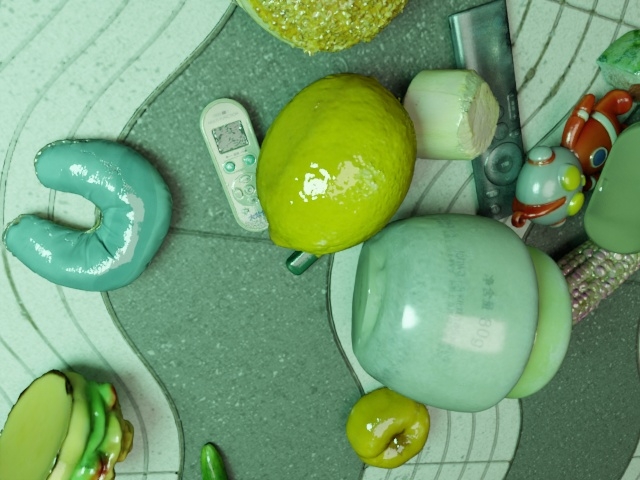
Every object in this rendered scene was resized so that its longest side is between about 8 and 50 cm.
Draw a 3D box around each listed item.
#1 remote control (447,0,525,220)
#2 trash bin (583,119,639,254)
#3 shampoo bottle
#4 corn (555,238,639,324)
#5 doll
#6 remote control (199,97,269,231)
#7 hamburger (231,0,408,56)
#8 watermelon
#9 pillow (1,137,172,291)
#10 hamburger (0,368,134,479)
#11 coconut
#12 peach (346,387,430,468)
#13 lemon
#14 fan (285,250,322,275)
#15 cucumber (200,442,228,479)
[{"bbox_3d":[0.308,-0.218,0.880,0.107,0.044,0.378,-19,113,-5],"label":"remote control"},{"bbox_3d":[0.596,-0.124,0.886,0.247,0.121,0.243,-30,136,-39],"label":"trash bin"},{"bbox_3d":[0.212,0.113,0.818,0.317,0.322,0.323,11,106,-13],"label":"shampoo bottle"},{"bbox_3d":[0.574,0.049,1.009,0.335,0.126,0.127,-37,115,-2],"label":"corn"},{"bbox_3d":[0.455,-0.135,0.893,0.336,0.105,0.200,-39,126,-16],"label":"doll"},{"bbox_3d":[-0.128,-0.118,0.792,0.078,0.042,0.222,-21,112,-7],"label":"remote control"},{"bbox_3d":[-0.002,-0.395,0.651,0.294,0.179,0.276,16,107,-21],"label":"hamburger"},{"bbox_3d":[0.584,-0.319,0.925,0.097,0.121,0.158,-31,160,13],"label":"watermelon"},{"bbox_3d":[-0.339,-0.036,0.739,0.214,0.086,0.233,23,100,-17],"label":"pillow"},{"bbox_3d":[-0.396,0.329,0.785,0.237,0.237,0.149,-49,132,5],"label":"hamburger"},{"bbox_3d":[0.196,-0.201,0.799,0.147,0.152,0.147,-15,111,-45],"label":"coconut"},{"bbox_3d":[0.141,0.385,1.016,0.179,0.103,0.179,-6,114,-13],"label":"peach"},{"bbox_3d":[0.023,-0.112,0.733,0.235,0.236,0.263,4,113,-17],"label":"lemon"},{"bbox_3d":[0.000,0.000,0.872,0.155,0.039,0.082,-42,115,3],"label":"fan"},{"bbox_3d":[-0.201,0.516,0.991,0.056,0.056,0.250,-14,112,-11],"label":"cucumber"}]
